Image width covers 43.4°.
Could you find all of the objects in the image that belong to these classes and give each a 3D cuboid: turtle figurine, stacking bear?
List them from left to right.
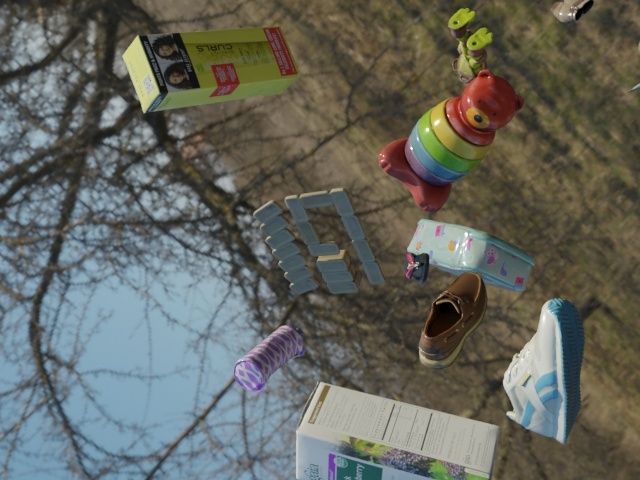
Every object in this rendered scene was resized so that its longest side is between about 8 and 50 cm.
[{"bbox_3d":[0.280,-0.219,1.625,0.175,0.289,0.164,45,-134,1],"label":"stacking bear"},{"bbox_3d":[0.322,-0.389,1.714,0.217,0.087,0.269,56,-163,-59],"label":"turtle figurine"}]

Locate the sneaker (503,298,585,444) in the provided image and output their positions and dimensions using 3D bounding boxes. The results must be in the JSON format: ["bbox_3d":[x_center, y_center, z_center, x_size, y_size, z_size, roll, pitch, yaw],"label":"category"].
[{"bbox_3d":[0.287,0.169,1.045,0.092,0.087,0.228,15,130,29],"label":"sneaker"}]

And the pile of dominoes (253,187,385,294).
[{"bbox_3d":[0.000,0.000,1.481,0.040,0.196,0.251,-71,-34,-43],"label":"pile of dominoes"}]

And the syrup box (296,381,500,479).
[{"bbox_3d":[0.093,0.262,0.992,0.237,0.093,0.096,11,-143,13],"label":"syrup box"}]

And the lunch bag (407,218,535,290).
[{"bbox_3d":[0.361,0.035,1.933,0.224,0.107,0.279,20,178,-33],"label":"lunch bag"}]

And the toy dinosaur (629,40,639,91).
[{"bbox_3d":[0.753,-0.394,1.743,0.160,0.121,0.313,30,-139,-18],"label":"toy dinosaur"}]

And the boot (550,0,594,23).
[{"bbox_3d":[0.537,-0.506,1.681,0.042,0.118,0.087,30,-173,-35],"label":"boot"}]

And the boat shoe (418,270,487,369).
[{"bbox_3d":[0.191,0.102,1.148,0.064,0.178,0.060,11,135,29],"label":"boat shoe"}]

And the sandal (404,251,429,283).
[{"bbox_3d":[0.199,0.056,1.753,0.040,0.067,0.179,8,-179,-10],"label":"sandal"}]

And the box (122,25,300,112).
[{"bbox_3d":[-0.142,-0.235,1.089,0.058,0.232,0.087,-29,79,50],"label":"box"}]

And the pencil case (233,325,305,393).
[{"bbox_3d":[-0.117,0.274,1.875,0.088,0.086,0.206,52,-144,4],"label":"pencil case"}]
